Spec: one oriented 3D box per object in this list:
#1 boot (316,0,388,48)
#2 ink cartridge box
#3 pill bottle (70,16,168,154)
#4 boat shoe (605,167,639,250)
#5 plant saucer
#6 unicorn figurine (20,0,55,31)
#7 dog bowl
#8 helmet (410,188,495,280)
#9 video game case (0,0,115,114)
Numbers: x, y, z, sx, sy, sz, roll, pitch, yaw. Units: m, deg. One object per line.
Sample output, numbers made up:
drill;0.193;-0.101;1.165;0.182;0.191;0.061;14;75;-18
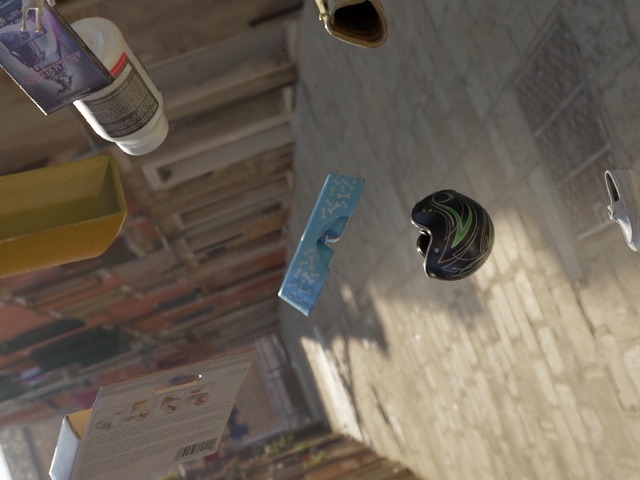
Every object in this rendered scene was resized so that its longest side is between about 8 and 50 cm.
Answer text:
boot;-0.003;-0.412;1.439;0.262;0.095;0.204;37;-152;-42
ink cartridge box;-0.269;0.276;1.574;0.066;0.296;0.261;46;128;34
pill bottle;-0.462;-0.333;2.175;0.176;0.176;0.318;66;-177;34
boat shoe;0.605;-0.065;1.932;0.066;0.063;0.184;99;172;-67
plant saucer;-0.472;-0.026;1.526;0.333;0.332;0.081;-127;26;-65
unicorn figurine;-0.484;-0.414;1.647;0.162;0.060;0.111;55;140;34
dog bowl;0.000;0.000;1.925;0.166;0.074;0.297;126;167;-81
helmet;0.261;-0.004;1.907;0.162;0.169;0.169;57;168;35
video game case;-0.556;-0.380;1.879;0.274;0.196;0.026;52;-142;-30
